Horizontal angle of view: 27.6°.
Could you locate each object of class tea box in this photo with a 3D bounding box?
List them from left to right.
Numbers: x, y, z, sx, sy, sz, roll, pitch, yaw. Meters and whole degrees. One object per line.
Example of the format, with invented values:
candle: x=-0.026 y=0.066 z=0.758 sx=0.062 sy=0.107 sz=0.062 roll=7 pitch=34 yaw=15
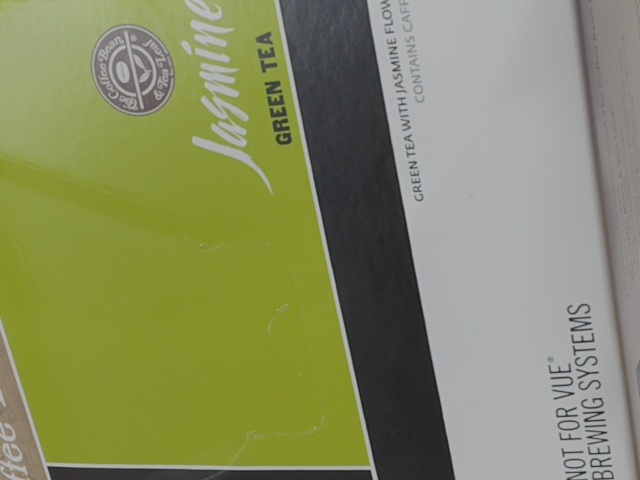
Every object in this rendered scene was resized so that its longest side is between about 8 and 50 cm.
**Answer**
tea box: x=0.000 y=0.000 z=0.639 sx=0.220 sy=0.323 sz=0.329 roll=-52 pitch=-45 yaw=-60
